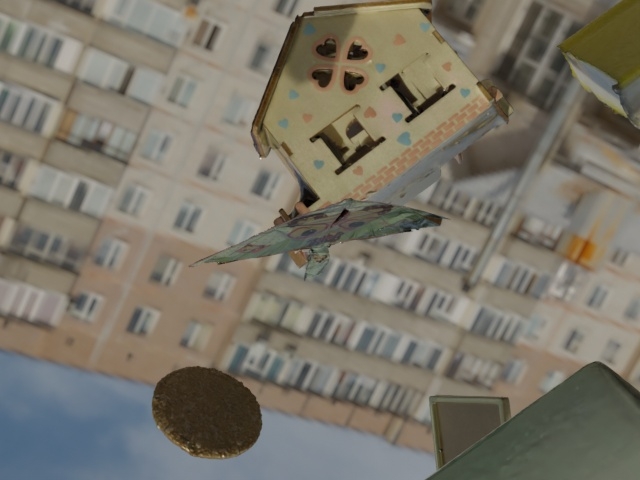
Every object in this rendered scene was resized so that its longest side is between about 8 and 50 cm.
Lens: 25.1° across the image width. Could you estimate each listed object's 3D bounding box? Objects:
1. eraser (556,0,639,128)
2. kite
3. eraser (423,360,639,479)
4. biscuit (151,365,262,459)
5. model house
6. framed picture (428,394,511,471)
[{"bbox_3d":[0.361,-0.212,1.419,0.069,0.226,0.158,56,-179,-24],"label":"eraser"},{"bbox_3d":[0.000,0.002,1.209,0.229,0.012,0.250,-9,164,-10],"label":"kite"},{"bbox_3d":[0.126,0.226,0.933,0.189,0.290,0.104,53,177,35],"label":"eraser"},{"bbox_3d":[-0.115,0.174,1.466,0.120,0.015,0.120,15,-138,-13],"label":"biscuit"},{"bbox_3d":[0.036,-0.155,1.745,0.244,0.326,0.169,53,179,11],"label":"model house"},{"bbox_3d":[0.178,0.277,1.628,0.015,0.203,0.150,-5,177,-28],"label":"framed picture"}]
